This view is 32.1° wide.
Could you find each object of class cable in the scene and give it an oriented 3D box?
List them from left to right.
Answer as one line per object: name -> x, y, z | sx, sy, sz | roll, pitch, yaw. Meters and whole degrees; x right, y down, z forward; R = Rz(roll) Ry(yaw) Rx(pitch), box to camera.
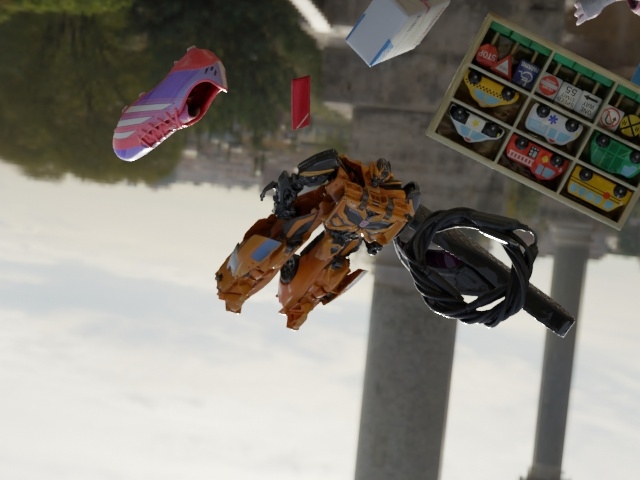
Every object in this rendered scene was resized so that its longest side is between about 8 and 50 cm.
cable -> 0.194, 0.034, 1.470 | 0.184, 0.150, 0.047 | 12, -174, 29

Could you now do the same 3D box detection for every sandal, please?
sandal -> 0.249, 0.053, 1.972 | 0.446, 0.107, 0.167 | 36, -171, -5

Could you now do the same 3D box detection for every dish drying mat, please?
dish drying mat -> -0.029, -0.207, 1.676 | 0.032, 0.083, 0.008 | -17, -141, -25

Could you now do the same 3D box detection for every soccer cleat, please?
soccer cleat -> -0.242, -0.201, 1.762 | 0.083, 0.248, 0.095 | 19, -144, -49

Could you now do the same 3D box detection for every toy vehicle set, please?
toy vehicle set -> 0.283, -0.144, 1.351 | 0.267, 0.166, 0.035 | 26, -172, -2

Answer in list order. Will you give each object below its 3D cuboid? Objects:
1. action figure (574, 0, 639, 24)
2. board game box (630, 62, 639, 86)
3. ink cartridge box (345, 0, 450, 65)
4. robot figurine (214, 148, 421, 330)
action figure -> 0.519, -0.396, 1.699 | 0.370, 0.276, 0.248 | 54, -165, 29
board game box -> 0.574, -0.204, 1.452 | 0.316, 0.242, 0.064 | 12, 150, 38
ink cartridge box -> 0.099, -0.279, 1.404 | 0.052, 0.088, 0.122 | 47, -143, 10
robot figurine -> 0.000, 0.000, 1.448 | 0.211, 0.085, 0.291 | 18, 133, -33
